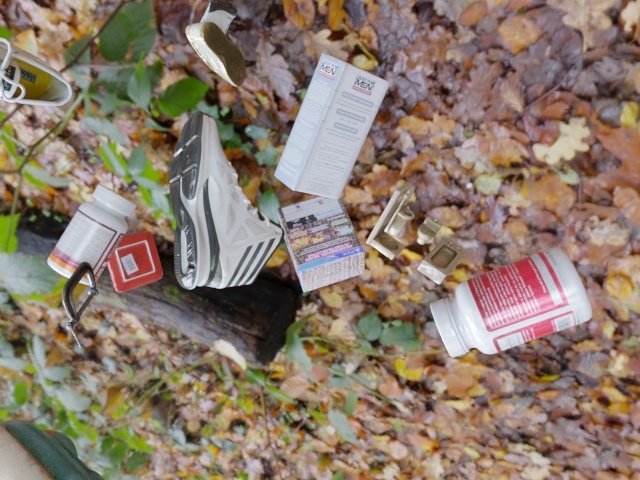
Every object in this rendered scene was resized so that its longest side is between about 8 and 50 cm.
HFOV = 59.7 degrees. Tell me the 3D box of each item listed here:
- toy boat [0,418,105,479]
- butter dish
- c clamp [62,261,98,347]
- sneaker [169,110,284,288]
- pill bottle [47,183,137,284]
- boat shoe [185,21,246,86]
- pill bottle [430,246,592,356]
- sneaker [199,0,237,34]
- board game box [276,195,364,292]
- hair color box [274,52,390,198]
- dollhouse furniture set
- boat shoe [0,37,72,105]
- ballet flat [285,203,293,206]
[{"bbox_3d":[-0.354,0.372,0.776,0.267,0.148,0.318,20,130,34],"label":"toy boat"},{"bbox_3d":[-0.592,0.064,1.719,0.118,0.160,0.160,-4,102,48],"label":"butter dish"},{"bbox_3d":[-0.528,0.130,1.230,0.022,0.160,0.137,-4,126,7],"label":"c clamp"},{"bbox_3d":[-0.233,-0.095,1.418,0.257,0.447,0.169,5,165,-35],"label":"sneaker"},{"bbox_3d":[-0.538,-0.015,1.330,0.121,0.221,0.121,29,175,3],"label":"pill bottle"},{"bbox_3d":[-0.158,-0.288,0.858,0.045,0.050,0.135,17,164,24],"label":"boat shoe"},{"bbox_3d":[0.546,0.193,1.635,0.408,0.229,0.229,-23,123,13],"label":"pill bottle"},{"bbox_3d":[-0.309,-0.632,1.639,0.085,0.237,0.086,28,140,-17],"label":"sneaker"},{"bbox_3d":[0.000,0.000,1.984,0.232,0.291,0.141,-17,146,-7],"label":"board game box"},{"bbox_3d":[0.030,-0.319,1.607,0.113,0.185,0.374,40,114,42],"label":"hair color box"},{"bbox_3d":[0.200,-0.023,1.028,0.151,0.144,0.123,36,124,15],"label":"dollhouse furniture set"},{"bbox_3d":[-0.634,-0.327,1.082,0.156,0.136,0.367,27,-174,18],"label":"boat shoe"},{"bbox_3d":[-0.076,-0.108,2.199,0.213,0.072,0.068,8,-163,-40],"label":"ballet flat"}]
